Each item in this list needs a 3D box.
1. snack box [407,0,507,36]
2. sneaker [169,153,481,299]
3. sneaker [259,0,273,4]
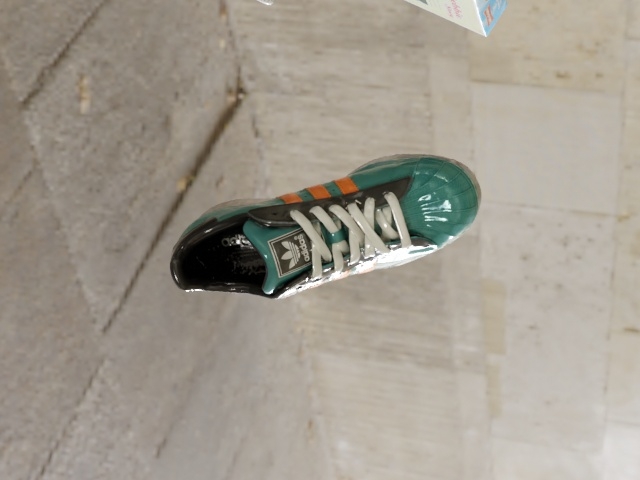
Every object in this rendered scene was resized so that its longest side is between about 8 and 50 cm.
[{"bbox_3d":[0.109,-0.370,1.423,0.060,0.187,0.322,-57,157,-8],"label":"snack box"},{"bbox_3d":[0.000,0.000,1.131,0.121,0.302,0.108,-52,126,-66],"label":"sneaker"},{"bbox_3d":[-0.093,-0.223,0.820,0.108,0.169,0.292,-60,174,38],"label":"sneaker"}]
